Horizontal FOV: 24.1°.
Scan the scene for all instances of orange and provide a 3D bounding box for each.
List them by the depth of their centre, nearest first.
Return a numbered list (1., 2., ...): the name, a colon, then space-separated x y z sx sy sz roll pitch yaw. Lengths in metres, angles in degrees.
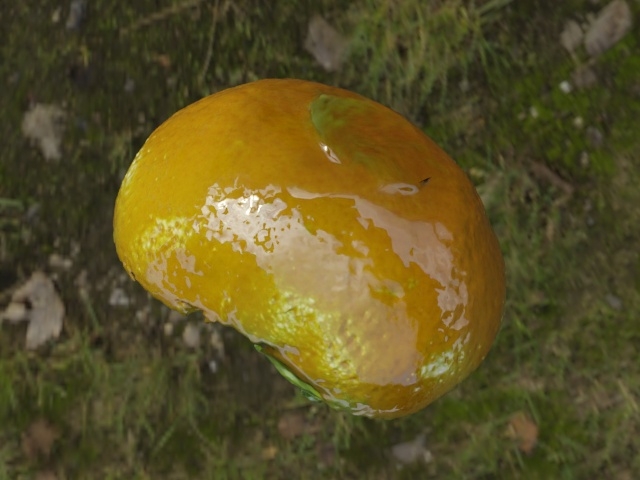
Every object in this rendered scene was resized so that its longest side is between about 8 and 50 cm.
1. orange: 0.002 -0.006 1.227 0.335 0.262 0.196 37 141 2
